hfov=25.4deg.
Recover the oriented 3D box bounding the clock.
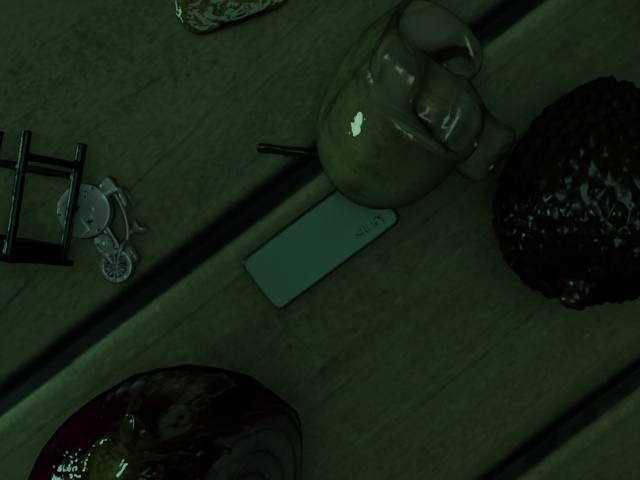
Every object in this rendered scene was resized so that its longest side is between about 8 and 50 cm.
[{"bbox_3d":[-0.252,-0.014,1.677,0.087,0.041,0.129,-32,86,5],"label":"clock"}]

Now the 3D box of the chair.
[{"bbox_3d":[-0.375,0.002,1.613,0.141,0.154,0.260,9,90,19],"label":"chair"}]

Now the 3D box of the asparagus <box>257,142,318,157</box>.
[{"bbox_3d":[0.007,-0.105,1.682,0.163,0.016,0.016,2,72,2],"label":"asparagus"}]

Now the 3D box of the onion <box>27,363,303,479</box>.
[{"bbox_3d":[-0.188,0.288,1.576,0.260,0.282,0.336,19,78,34],"label":"onion"}]

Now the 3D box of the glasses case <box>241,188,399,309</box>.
[{"bbox_3d":[0.000,0.000,1.672,0.184,0.039,0.077,-37,90,2],"label":"glasses case"}]

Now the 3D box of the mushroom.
[{"bbox_3d":[0.094,-0.129,1.589,0.195,0.189,0.253,34,48,-17],"label":"mushroom"}]

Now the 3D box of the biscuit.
[{"bbox_3d":[-0.102,-0.292,1.679,0.147,0.018,0.071,-20,88,3],"label":"biscuit"}]

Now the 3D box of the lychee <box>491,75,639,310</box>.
[{"bbox_3d":[0.308,-0.050,1.575,0.236,0.236,0.271,10,76,1],"label":"lychee"}]
